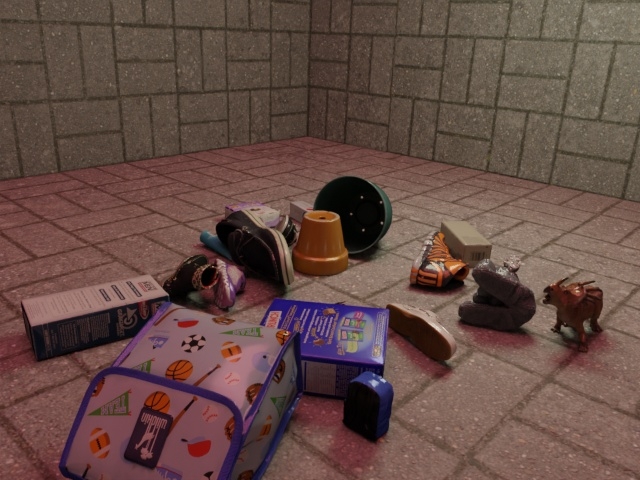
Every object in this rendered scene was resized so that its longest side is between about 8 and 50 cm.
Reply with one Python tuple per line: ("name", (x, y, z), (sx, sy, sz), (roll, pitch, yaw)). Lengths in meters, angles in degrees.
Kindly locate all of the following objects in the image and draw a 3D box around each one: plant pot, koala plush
("plant pot", (0.000, 0.000, 1.996), (0.205, 0.188, 0.205), (2, 21, -1))
("plant pot", (0.149, -0.105, 2.183), (0.293, 0.293, 0.235), (11, 8, 22))
("koala plush", (0.545, 0.149, 1.680), (0.203, 0.196, 0.221), (20, 24, 14))

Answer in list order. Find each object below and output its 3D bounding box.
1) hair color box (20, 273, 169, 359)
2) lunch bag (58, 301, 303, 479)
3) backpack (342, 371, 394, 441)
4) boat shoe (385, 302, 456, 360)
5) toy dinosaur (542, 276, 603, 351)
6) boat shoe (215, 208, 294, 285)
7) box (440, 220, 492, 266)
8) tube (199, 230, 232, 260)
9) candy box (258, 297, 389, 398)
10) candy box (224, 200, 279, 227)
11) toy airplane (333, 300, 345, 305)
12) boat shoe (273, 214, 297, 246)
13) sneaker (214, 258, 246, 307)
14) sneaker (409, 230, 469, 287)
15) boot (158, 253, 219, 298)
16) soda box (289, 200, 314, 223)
("hair color box", (-0.605, 0.199, 1.519), (0.347, 0.105, 0.174), (-12, 25, -32))
("lunch bag", (-0.245, 0.323, 1.063), (0.328, 0.239, 0.385), (10, 38, 19))
("backpack", (0.105, 0.340, 1.188), (0.098, 0.120, 0.101), (15, 24, 32))
("boat shoe", (0.290, 0.233, 1.527), (0.096, 0.098, 0.277), (-9, 22, -26))
("toy dinosaur", (0.741, 0.176, 1.580), (0.127, 0.200, 0.296), (20, 26, 39))
("boat shoe", (-0.229, 0.029, 1.914), (0.156, 0.186, 0.500), (-19, 30, -22))
("box", (0.557, 0.009, 2.164), (0.113, 0.094, 0.275), (0, 20, -6))
("tube", (-0.374, 0.022, 2.108), (0.207, 0.052, 0.080), (27, 37, 35))
("candy box", (0.004, 0.263, 1.388), (0.317, 0.122, 0.268), (6, 22, 8))
("candy box", (-0.297, -0.105, 2.421), (0.165, 0.070, 0.196), (-13, 24, -35))
("toy airplane", (0.076, 0.215, 1.654), (0.151, 0.028, 0.151), (0, 21, 0))
("boat shoe", (-0.126, -0.024, 2.055), (0.091, 0.114, 0.302), (34, -2, -7))
("sneaker", (-0.281, 0.136, 1.759), (0.105, 0.095, 0.236), (14, 19, -21))
("sneaker", (0.436, 0.080, 1.957), (0.180, 0.124, 0.321), (14, 34, 18))
("boot", (-0.378, 0.103, 1.753), (0.179, 0.085, 0.236), (-13, 18, 29))
("soda box", (-0.056, -0.113, 2.458), (0.069, 0.074, 0.216), (-10, 24, -30))
